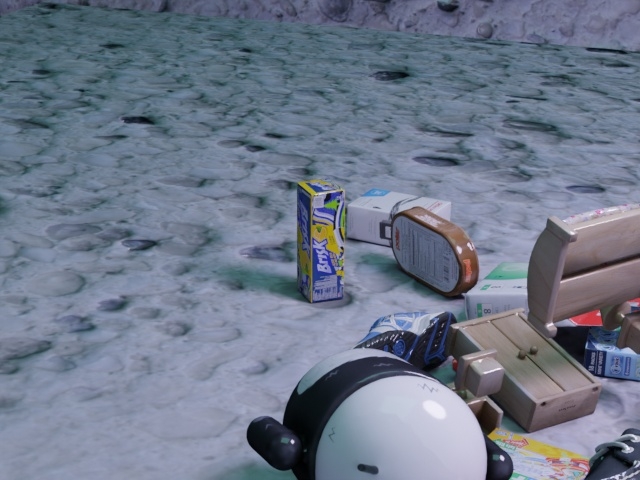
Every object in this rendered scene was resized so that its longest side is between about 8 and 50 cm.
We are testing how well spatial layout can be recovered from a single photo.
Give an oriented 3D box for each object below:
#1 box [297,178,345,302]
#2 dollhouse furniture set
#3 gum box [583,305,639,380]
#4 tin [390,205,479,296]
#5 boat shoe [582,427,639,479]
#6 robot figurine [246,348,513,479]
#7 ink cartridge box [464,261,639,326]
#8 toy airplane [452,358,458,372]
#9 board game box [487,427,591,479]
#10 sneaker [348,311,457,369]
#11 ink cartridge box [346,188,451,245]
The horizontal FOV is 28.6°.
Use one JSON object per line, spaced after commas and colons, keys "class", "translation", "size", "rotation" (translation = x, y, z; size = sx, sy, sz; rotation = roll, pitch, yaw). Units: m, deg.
{"class": "box", "translation": [0.000, 0.000, 1.805], "size": [0.054, 0.169, 0.059], "rotation": [-8, 23, -21]}
{"class": "dollhouse furniture set", "translation": [0.250, 0.028, 1.453], "size": [0.303, 0.356, 0.174], "rotation": [-12, 36, -28]}
{"class": "gum box", "translation": [0.445, 0.136, 1.651], "size": [0.184, 0.041, 0.157], "rotation": [5, 22, 14]}
{"class": "tin", "translation": [0.165, 0.015, 1.862], "size": [0.040, 0.106, 0.189], "rotation": [-11, 24, -29]}
{"class": "boat shoe", "translation": [0.318, 0.232, 1.250], "size": [0.302, 0.091, 0.114], "rotation": [0, -18, -41]}
{"class": "robot figurine", "translation": [0.057, 0.204, 1.241], "size": [0.209, 0.174, 0.278], "rotation": [-33, 11, -9]}
{"class": "ink cartridge box", "translation": [0.328, 0.071, 1.693], "size": [0.224, 0.056, 0.181], "rotation": [-4, 11, 25]}
{"class": "toy airplane", "translation": [0.241, 0.140, 1.649], "size": [0.151, 0.028, 0.151], "rotation": [0, 22, 0]}
{"class": "board game box", "translation": [0.235, 0.256, 1.351], "size": [0.154, 0.026, 0.103], "rotation": [14, 25, 30]}
{"class": "sneaker", "translation": [0.090, 0.140, 1.595], "size": [0.081, 0.080, 0.211], "rotation": [5, 12, 38]}
{"class": "ink cartridge box", "translation": [0.145, -0.031, 2.044], "size": [0.180, 0.060, 0.104], "rotation": [11, 23, 24]}
